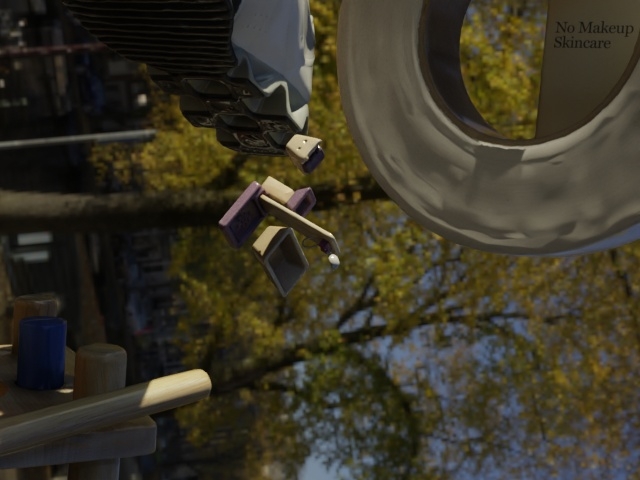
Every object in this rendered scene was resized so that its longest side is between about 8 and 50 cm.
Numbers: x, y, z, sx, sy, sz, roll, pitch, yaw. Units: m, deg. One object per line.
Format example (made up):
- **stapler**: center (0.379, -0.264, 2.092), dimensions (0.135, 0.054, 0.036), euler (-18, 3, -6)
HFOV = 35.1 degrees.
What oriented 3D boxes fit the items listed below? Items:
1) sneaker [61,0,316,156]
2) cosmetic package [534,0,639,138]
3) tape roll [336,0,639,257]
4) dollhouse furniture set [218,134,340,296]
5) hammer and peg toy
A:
- **sneaker**: center (-0.079, -0.186, 0.701), dimensions (0.330, 0.123, 0.146), euler (53, 48, -69)
- **cosmetic package**: center (0.366, -0.233, 1.251), dimensions (0.113, 0.160, 0.309), euler (-3, 98, -62)
- **tape roll**: center (0.189, -0.177, 0.859), dimensions (0.072, 0.392, 0.391), euler (3, 78, -54)
- **dollhouse furniture set**: center (0.000, 0.000, 0.720), dimensions (0.081, 0.091, 0.114), euler (31, -18, 25)
- **hammer and peg toy**: center (-0.252, 0.133, 0.723), dimensions (0.361, 0.266, 0.127), euler (17, -77, 58)
